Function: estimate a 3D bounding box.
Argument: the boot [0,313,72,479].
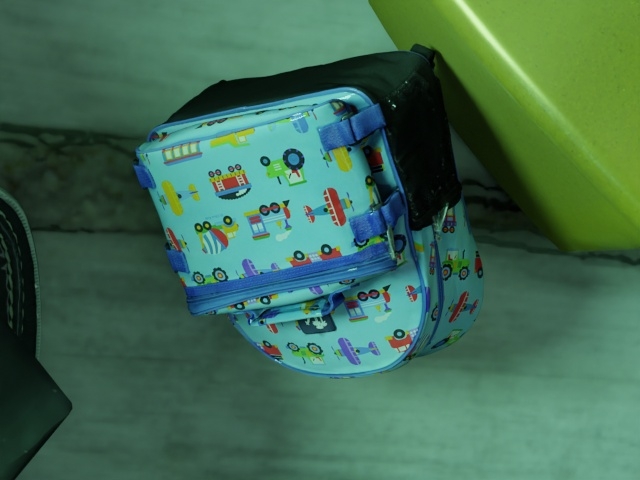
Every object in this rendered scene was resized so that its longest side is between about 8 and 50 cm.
[{"bbox_3d":[-0.347,0.035,0.600,0.367,0.146,0.445,-40,128,-14],"label":"boot"}]

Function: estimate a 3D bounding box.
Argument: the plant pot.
[{"bbox_3d":[0.146,-0.134,0.857,0.187,0.212,0.212,39,86,-5],"label":"plant pot"}]

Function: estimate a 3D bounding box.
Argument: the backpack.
[{"bbox_3d":[0.000,0.000,0.850,0.158,0.117,0.173,-7,110,29],"label":"backpack"}]

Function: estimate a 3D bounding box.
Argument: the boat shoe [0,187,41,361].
[{"bbox_3d":[-0.209,0.118,0.838,0.114,0.091,0.303,10,95,-17],"label":"boat shoe"}]
